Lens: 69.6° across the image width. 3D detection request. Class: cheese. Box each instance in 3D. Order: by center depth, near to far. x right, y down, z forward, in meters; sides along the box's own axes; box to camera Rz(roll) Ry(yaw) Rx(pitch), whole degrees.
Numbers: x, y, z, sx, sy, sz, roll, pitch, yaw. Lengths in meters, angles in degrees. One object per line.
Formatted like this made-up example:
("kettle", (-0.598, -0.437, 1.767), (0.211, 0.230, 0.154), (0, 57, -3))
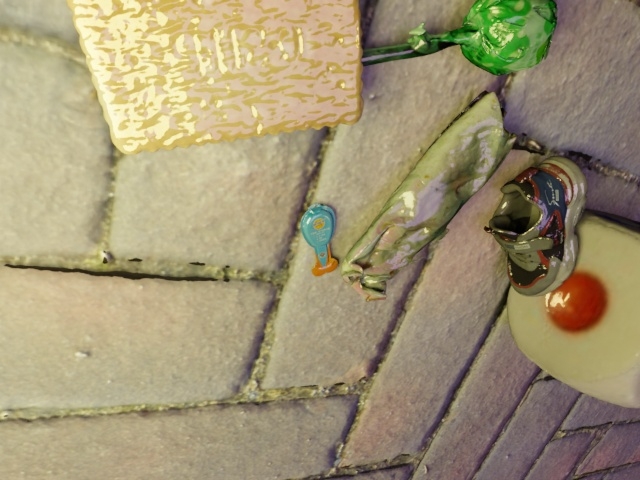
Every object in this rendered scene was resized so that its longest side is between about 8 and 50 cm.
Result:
("cheese", (0.000, 0.000, 0.594), (0.047, 0.017, 0.111), (-16, 124, -12))

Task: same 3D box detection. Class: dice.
("dice", (0.490, 0.101, 0.748), (0.251, 0.243, 0.259), (5, 113, -27))

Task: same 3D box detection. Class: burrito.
("burrito", (0.139, -0.053, 0.598), (0.096, 0.066, 0.309), (34, 98, -33))

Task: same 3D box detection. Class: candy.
("candy", (0.099, -0.207, 0.489), (0.324, 0.097, 0.097), (-13, 123, -9))

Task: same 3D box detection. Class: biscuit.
("biscuit", (-0.082, -0.170, 0.426), (0.250, 0.030, 0.160), (-11, 122, -8))

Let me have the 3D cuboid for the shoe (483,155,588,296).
("shoe", (0.305, -0.007, 0.677), (0.126, 0.099, 0.227), (-14, 119, -26))
